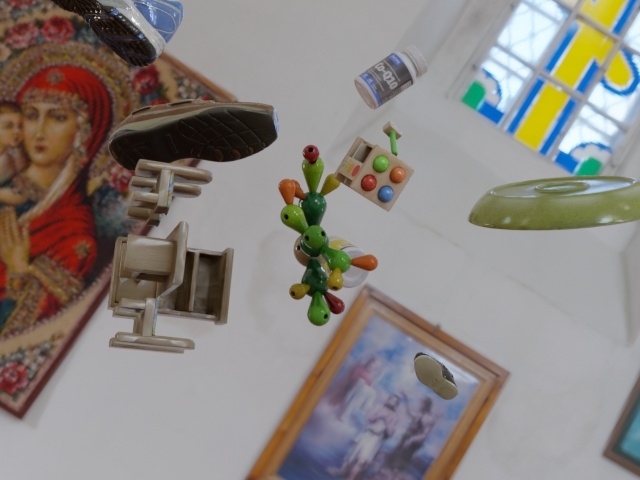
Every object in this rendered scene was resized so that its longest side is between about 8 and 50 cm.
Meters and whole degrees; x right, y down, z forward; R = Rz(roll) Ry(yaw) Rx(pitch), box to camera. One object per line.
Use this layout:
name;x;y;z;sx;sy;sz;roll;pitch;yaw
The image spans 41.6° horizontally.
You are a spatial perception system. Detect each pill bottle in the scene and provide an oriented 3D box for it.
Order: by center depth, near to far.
pill bottle;0.025;0.028;1.315;0.065;0.065;0.116;40;-3;-27
pill bottle;0.144;-0.333;1.709;0.078;0.137;0.078;55;-4;6

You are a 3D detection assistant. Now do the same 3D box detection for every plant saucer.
plant saucer;0.306;-0.052;1.066;0.241;0.037;0.241;-5;10;1

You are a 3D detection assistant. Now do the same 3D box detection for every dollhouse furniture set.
dollhouse furniture set;-0.176;0.038;1.076;0.161;0.212;0.242;8;-12;-17

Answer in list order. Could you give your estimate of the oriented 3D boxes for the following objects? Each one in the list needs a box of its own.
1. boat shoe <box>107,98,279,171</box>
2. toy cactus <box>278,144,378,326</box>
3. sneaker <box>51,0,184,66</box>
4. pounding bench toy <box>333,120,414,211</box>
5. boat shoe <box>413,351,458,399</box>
boat shoe;-0.242;-0.222;1.600;0.324;0.120;0.122;-6;-46;5
toy cactus;0.000;0.000;1.083;0.180;0.112;0.219;110;-32;-79
sneaker;-0.237;-0.279;0.890;0.211;0.081;0.080;44;-29;-10
pounding bench toy;0.064;-0.082;0.876;0.052;0.083;0.065;30;4;-23
boat shoe;0.209;0.246;1.561;0.133;0.049;0.042;46;17;-35
